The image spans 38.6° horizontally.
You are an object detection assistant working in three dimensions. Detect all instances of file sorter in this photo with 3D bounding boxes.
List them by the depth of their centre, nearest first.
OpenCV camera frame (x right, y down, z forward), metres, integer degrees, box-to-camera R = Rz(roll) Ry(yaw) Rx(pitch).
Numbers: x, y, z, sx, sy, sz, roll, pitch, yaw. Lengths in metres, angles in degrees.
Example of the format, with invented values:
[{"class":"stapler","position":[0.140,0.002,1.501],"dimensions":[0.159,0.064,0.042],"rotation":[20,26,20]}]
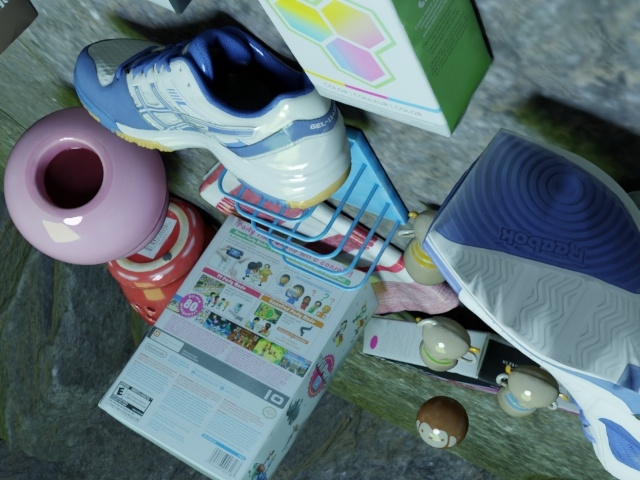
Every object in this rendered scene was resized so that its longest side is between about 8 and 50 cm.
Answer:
[{"class":"file sorter","position":[-0.006,-0.038,0.899],"dimensions":[0.118,0.104,0.170],"rotation":[22,164,30]}]

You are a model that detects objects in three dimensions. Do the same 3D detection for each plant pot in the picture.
[{"class":"plant pot","position":[-0.251,0.032,1.504],"dimensions":[0.191,0.191,0.174],"rotation":[23,158,29]}]

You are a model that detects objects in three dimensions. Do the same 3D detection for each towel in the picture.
[{"class":"towel","position":[0.000,0.000,1.172],"dimensions":[0.329,0.037,0.237],"rotation":[33,165,-11]}]

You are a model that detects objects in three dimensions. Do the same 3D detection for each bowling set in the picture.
[{"class":"bowling set","position":[0.177,0.117,0.901],"dimensions":[0.287,0.199,0.154],"rotation":[24,164,9]}]

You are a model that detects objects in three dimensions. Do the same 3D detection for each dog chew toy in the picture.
[{"class":"dog chew toy","position":[-0.304,-0.063,1.269],"dimensions":[0.207,0.206,0.332],"rotation":[30,175,3]}]

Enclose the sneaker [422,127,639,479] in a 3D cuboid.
[{"class":"sneaker","position":[0.197,0.083,0.604],"dimensions":[0.316,0.127,0.182],"rotation":[37,160,10]}]

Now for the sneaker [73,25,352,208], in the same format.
[{"class":"sneaker","position":[-0.101,-0.141,0.789],"dimensions":[0.297,0.112,0.131],"rotation":[22,147,24]}]

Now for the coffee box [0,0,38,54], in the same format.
[{"class":"coffee box","position":[-0.403,-0.271,0.763],"dimensions":[0.297,0.119,0.168],"rotation":[39,169,12]}]

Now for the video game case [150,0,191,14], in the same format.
[{"class":"video game case","position":[-0.227,-0.284,0.623],"dimensions":[0.248,0.035,0.275],"rotation":[26,166,18]}]

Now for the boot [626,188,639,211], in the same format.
[{"class":"boot","position":[0.247,0.029,0.706],"dimensions":[0.190,0.076,0.208],"rotation":[34,160,-18]}]

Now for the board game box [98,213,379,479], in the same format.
[{"class":"board game box","position":[-0.098,0.142,1.160],"dimensions":[0.224,0.303,0.097],"rotation":[24,160,26]}]

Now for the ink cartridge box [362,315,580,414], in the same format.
[{"class":"ink cartridge box","position":[0.183,0.158,1.233],"dimensions":[0.176,0.069,0.371],"rotation":[21,173,-23]}]

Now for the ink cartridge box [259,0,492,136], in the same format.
[{"class":"ink cartridge box","position":[0.018,-0.152,0.524],"dimensions":[0.109,0.062,0.209],"rotation":[23,164,31]}]
